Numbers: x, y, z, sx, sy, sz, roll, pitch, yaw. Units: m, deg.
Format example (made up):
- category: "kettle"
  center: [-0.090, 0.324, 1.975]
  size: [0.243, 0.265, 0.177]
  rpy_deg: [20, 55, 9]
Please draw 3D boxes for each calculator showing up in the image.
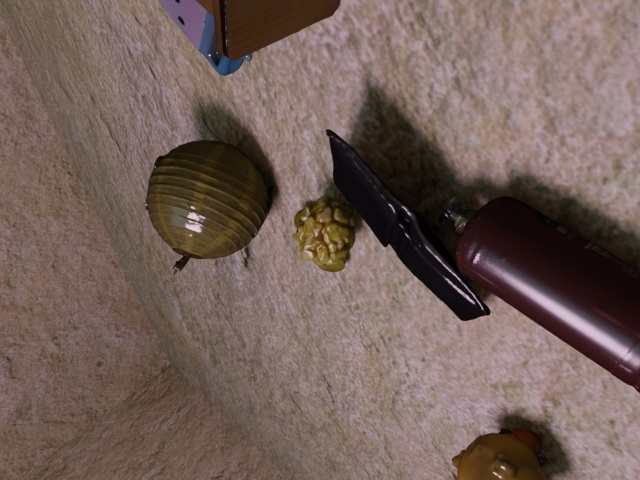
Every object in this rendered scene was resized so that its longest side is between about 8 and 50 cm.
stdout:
- category: "calculator"
  center: [-0.207, -0.407, 0.967]
  size: [0.293, 0.051, 0.173]
  rpy_deg: [50, 151, 6]

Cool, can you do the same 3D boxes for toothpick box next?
- category: "toothpick box"
  center: [-0.133, -0.408, 0.725]
  size: [0.308, 0.190, 0.187]
  rpy_deg: [45, 153, 24]

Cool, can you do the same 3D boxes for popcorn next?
- category: "popcorn"
  center: [0.009, -0.020, 1.011]
  size: [0.106, 0.116, 0.121]
  rpy_deg: [-84, -19, -69]

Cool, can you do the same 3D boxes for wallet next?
- category: "wallet"
  center: [0.120, -0.008, 0.853]
  size: [0.323, 0.041, 0.247]
  rpy_deg: [47, 174, 10]

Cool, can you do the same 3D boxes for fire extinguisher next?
- category: "fire extinguisher"
  center: [0.270, 0.042, 0.686]
  size: [0.337, 0.114, 0.135]
  rpy_deg: [37, 176, 27]

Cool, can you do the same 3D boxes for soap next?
- category: "soap"
  center: [0.001, -0.001, 1.112]
  size: [0.089, 0.045, 0.140]
  rpy_deg: [0, 123, 61]

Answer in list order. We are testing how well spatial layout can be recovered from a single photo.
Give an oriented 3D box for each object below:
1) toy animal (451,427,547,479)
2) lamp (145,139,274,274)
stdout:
- category: "toy animal"
  center: [0.306, 0.421, 0.993]
  size: [0.195, 0.169, 0.281]
  rpy_deg: [31, 145, 31]
- category: "lamp"
  center: [-0.229, -0.057, 1.153]
  size: [0.250, 0.284, 0.250]
  rpy_deg: [15, 160, 6]
